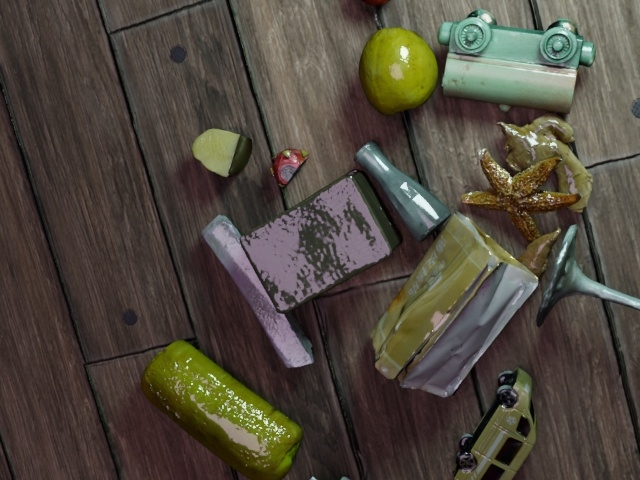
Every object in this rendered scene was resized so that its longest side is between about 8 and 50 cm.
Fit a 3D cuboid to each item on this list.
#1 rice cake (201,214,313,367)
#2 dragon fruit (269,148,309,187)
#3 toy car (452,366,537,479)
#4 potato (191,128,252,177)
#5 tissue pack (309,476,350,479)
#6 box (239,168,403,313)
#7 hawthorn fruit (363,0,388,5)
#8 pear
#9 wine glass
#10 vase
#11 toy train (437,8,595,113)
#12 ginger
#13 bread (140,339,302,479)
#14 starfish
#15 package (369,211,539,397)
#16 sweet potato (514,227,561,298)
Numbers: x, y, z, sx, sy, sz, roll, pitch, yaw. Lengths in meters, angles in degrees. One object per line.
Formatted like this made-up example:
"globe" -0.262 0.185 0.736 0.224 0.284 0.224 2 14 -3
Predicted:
"rice cake" -0.127 0.109 1.863 0.072 0.056 0.365 -34 89 12
"dragon fruit" -0.070 -0.155 1.803 0.060 0.056 0.083 41 109 5
"toy car" 0.362 0.381 1.749 0.124 0.101 0.257 29 107 5
"potato" -0.205 -0.186 1.832 0.103 0.066 0.096 27 91 15
"tissue pack" -0.004 0.608 1.863 0.156 0.148 0.209 37 107 6
"box" 0.001 0.000 1.765 0.273 0.143 0.184 -30 90 17
"hawthorn fruit" 0.109 -0.491 1.684 0.093 0.093 0.093 3 100 15
"pear" 0.146 -0.319 1.669 0.149 0.149 0.162 -5 97 16
"wine glass" 0.605 0.130 1.569 0.406 0.267 0.267 19 104 18
"vase" 0.154 -0.101 1.740 0.086 0.086 0.214 -45 81 18
"toy train" 0.353 -0.324 1.637 0.285 0.116 0.177 10 114 13
"ginger" 0.425 -0.144 1.667 0.133 0.059 0.214 -22 94 10
"bread" -0.218 0.373 1.903 0.383 0.112 0.166 36 107 8
"starfish" 0.378 -0.078 1.674 0.227 0.043 0.240 -19 113 45
"package" 0.224 0.125 1.686 0.221 0.165 0.311 45 109 28
"sweet potato" 0.401 0.056 1.704 0.068 0.060 0.206 15 121 -19
